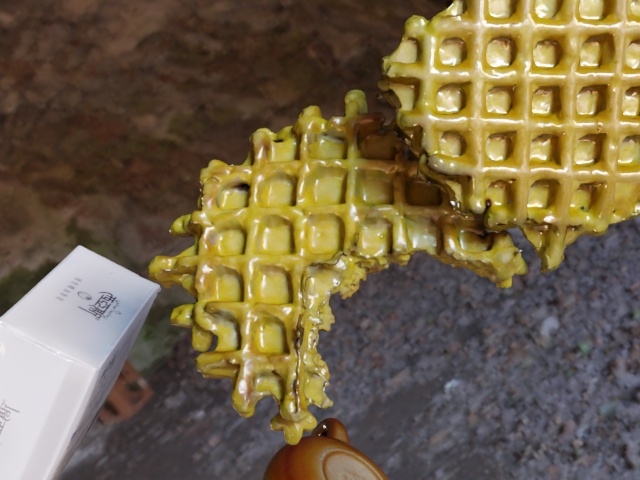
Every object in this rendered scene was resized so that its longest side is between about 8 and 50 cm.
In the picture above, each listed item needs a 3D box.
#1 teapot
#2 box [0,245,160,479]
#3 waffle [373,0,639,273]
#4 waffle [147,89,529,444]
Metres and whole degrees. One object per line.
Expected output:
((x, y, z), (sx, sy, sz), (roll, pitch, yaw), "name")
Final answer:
((0.002, 0.302, 1.149), (0.135, 0.178, 0.252), (-48, 21, 21), "teapot")
((-0.293, 0.149, 1.106), (0.203, 0.116, 0.274), (-62, 4, 16), "box")
((0.183, -0.118, 0.778), (0.254, 0.245, 0.052), (-41, 7, 0), "waffle")
((0.000, 0.000, 0.844), (0.293, 0.260, 0.069), (-38, -25, -6), "waffle")
